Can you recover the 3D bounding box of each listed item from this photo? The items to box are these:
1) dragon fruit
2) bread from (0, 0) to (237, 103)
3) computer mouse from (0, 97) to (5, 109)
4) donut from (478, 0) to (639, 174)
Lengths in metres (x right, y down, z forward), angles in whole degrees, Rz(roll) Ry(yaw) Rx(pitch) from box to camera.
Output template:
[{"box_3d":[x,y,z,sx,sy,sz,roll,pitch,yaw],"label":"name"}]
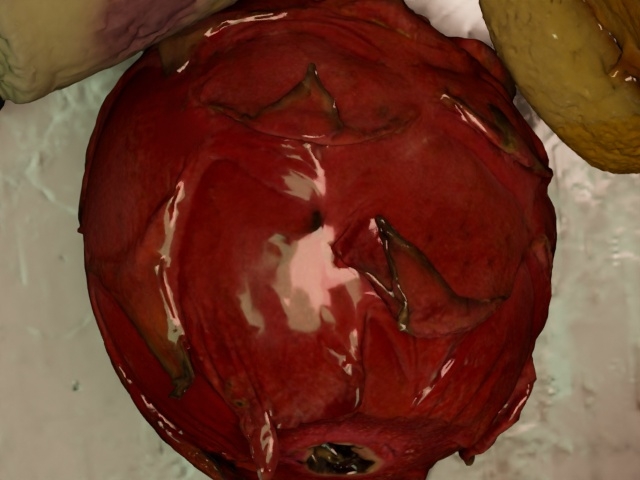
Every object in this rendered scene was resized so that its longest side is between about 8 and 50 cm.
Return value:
[{"box_3d":[0.002,-0.005,0.917,0.241,0.241,0.252,-5,86,7],"label":"dragon fruit"},{"box_3d":[-0.039,-0.200,0.862,0.338,0.187,0.155,-32,126,-16],"label":"bread"},{"box_3d":[-0.218,-0.217,0.964,0.188,0.122,0.371,11,103,-4],"label":"computer mouse"},{"box_3d":[0.132,-0.106,0.926,0.065,0.162,0.178,-25,130,30],"label":"donut"}]
